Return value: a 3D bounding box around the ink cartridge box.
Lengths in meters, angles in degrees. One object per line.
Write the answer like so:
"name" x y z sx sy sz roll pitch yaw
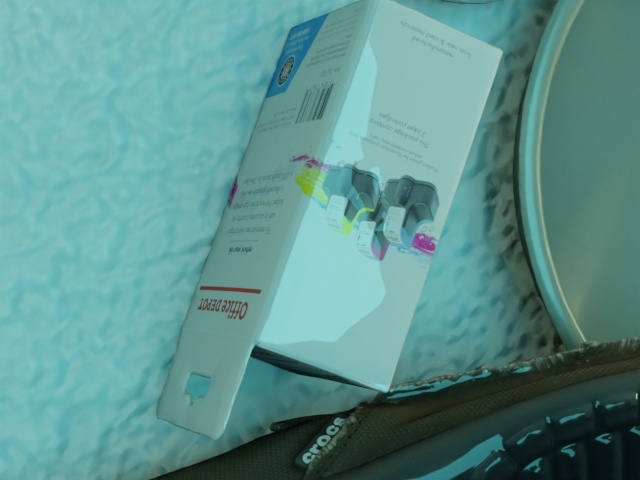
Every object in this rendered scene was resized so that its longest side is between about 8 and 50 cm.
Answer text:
"ink cartridge box" 0.000 0.000 0.664 0.061 0.104 0.181 22 83 -18

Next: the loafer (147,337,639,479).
"loafer" 0.032 0.106 0.655 0.366 0.130 0.134 -11 114 -17

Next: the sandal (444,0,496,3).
"sandal" 0.078 -0.313 0.702 0.169 0.102 0.416 -4 105 -34

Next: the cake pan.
"cake pan" 0.214 -0.031 0.772 0.293 0.054 0.293 0 89 -21
